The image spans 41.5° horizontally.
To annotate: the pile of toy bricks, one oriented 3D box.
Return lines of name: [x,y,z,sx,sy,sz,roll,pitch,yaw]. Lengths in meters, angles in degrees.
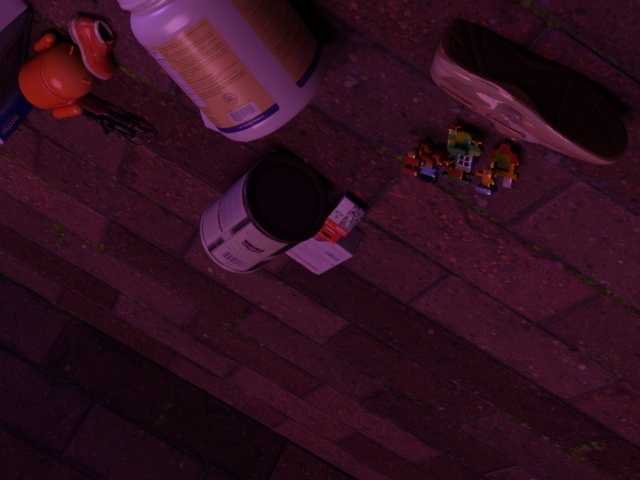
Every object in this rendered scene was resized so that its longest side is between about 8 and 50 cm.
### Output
pile of toy bricks: [0.255,-0.163,1.560,0.212,0.118,0.105,20,118,31]

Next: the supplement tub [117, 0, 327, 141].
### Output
supplement tub: [-0.168,-0.359,1.440,0.241,0.241,0.331,-5,137,44]

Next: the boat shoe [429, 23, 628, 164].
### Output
boat shoe: [0.336,-0.224,1.376,0.341,0.122,0.110,35,156,7]

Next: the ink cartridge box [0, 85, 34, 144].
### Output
ink cartridge box: [-0.907,-0.387,2.093,0.270,0.151,0.395,9,144,30]

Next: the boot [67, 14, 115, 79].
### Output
boot: [-0.467,-0.406,1.800,0.084,0.059,0.158,7,144,24]

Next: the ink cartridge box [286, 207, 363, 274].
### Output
ink cartridge box: [0.000,0.000,2.033,0.127,0.072,0.175,36,150,-15]

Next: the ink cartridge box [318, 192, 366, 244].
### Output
ink cartridge box: [0.044,-0.044,1.908,0.063,0.029,0.115,36,109,-14]

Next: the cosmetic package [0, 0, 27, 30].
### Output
cosmetic package: [-0.752,-0.522,1.713,0.224,0.138,0.225,21,156,49]

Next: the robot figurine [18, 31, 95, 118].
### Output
robot figurine: [-0.586,-0.364,1.889,0.128,0.158,0.219,23,159,-40]

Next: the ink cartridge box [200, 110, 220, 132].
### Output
ink cartridge box: [-0.190,-0.275,1.739,0.104,0.062,0.181,21,166,3]

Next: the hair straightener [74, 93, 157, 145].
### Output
hair straightener: [-0.499,-0.288,2.032,0.230,0.047,0.089,21,150,3]

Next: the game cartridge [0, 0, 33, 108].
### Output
game cartridge: [-0.723,-0.387,1.895,0.062,0.198,0.297,33,150,-8]

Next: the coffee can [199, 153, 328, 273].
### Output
coffee can: [-0.135,-0.055,1.928,0.201,0.202,0.275,36,150,-15]
